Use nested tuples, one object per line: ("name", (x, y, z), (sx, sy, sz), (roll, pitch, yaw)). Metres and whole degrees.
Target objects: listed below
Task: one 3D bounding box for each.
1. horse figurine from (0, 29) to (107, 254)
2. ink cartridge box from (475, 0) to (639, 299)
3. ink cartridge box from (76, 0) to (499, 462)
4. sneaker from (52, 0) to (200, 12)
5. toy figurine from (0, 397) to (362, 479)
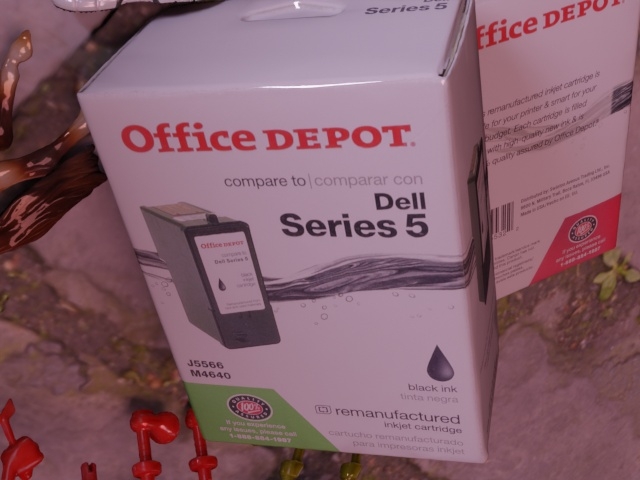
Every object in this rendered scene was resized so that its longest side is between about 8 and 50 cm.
("horse figurine", (-0.233, -0.062, 0.433), (0.174, 0.066, 0.263), (-50, 128, 3))
("ink cartridge box", (0.125, -0.083, 0.598), (0.172, 0.100, 0.237), (-21, 126, -17))
("ink cartridge box", (0.000, 0.000, 0.509), (0.198, 0.115, 0.273), (0, 127, 18))
("sneaker", (-0.098, -0.157, 0.470), (0.109, 0.040, 0.043), (-13, 121, -23))
("toy figurine", (-0.137, 0.263, 0.666), (0.362, 0.191, 0.217), (13, 140, -42))
